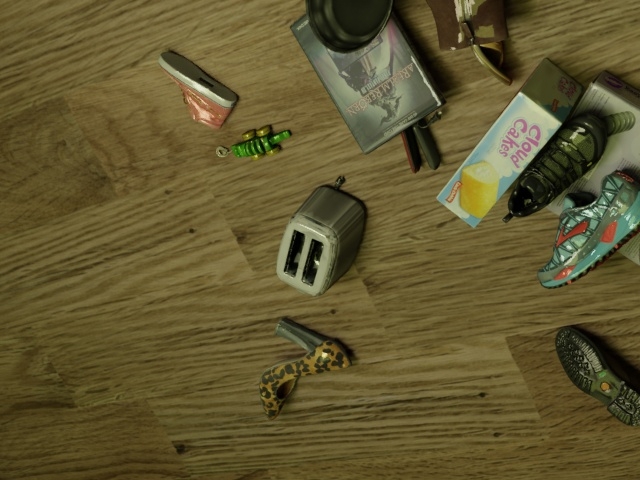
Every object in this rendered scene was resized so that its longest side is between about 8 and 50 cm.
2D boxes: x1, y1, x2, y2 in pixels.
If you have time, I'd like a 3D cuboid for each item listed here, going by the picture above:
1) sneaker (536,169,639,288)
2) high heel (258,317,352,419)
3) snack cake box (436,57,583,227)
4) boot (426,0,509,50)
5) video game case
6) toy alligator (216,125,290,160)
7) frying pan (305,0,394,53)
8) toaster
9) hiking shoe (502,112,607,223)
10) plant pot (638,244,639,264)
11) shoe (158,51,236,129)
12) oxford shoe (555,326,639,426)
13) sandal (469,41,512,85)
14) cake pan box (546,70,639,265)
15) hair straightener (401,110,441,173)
[{"bbox_3d":[0.448,-0.022,1.871,0.125,0.104,0.262,54,130,13],"label":"sneaker"},{"bbox_3d":[-0.034,0.314,2.415,0.186,0.093,0.261,24,119,23],"label":"high heel"},{"bbox_3d":[0.320,-0.163,1.888,0.089,0.152,0.264,38,130,4],"label":"snack cake box"},{"bbox_3d":[0.277,-0.425,1.776,0.248,0.090,0.207,-11,107,27],"label":"boot"},{"bbox_3d":[0.081,-0.315,1.981,0.196,0.026,0.274,-31,88,39],"label":"video game case"},{"bbox_3d":[-0.144,-0.183,2.205,0.189,0.051,0.056,-11,112,34],"label":"toy alligator"},{"bbox_3d":[0.007,-0.409,1.940,0.326,0.053,0.197,-9,88,43],"label":"frying pan"},{"bbox_3d":[0.000,0.000,2.174,0.129,0.146,0.227,26,128,12],"label":"toaster"},{"bbox_3d":[0.385,-0.110,1.822,0.086,0.114,0.227,38,132,6],"label":"hiking shoe"},{"bbox_3d":[0.644,-0.008,1.678,0.323,0.323,0.280,41,139,1],"label":"plant pot"},{"bbox_3d":[-0.254,-0.293,2.193,0.178,0.063,0.081,34,124,2],"label":"shoe"},{"bbox_3d":[0.527,0.249,2.068,0.227,0.096,0.083,49,119,22],"label":"oxford shoe"},{"bbox_3d":[0.273,-0.337,1.871,0.049,0.072,0.180,-34,94,18],"label":"sandal"},{"bbox_3d":[0.507,-0.112,1.868,0.245,0.070,0.267,33,129,11],"label":"cake pan box"},{"bbox_3d":[0.180,-0.233,2.002,0.089,0.047,0.231,-4,111,31],"label":"hair straightener"}]
